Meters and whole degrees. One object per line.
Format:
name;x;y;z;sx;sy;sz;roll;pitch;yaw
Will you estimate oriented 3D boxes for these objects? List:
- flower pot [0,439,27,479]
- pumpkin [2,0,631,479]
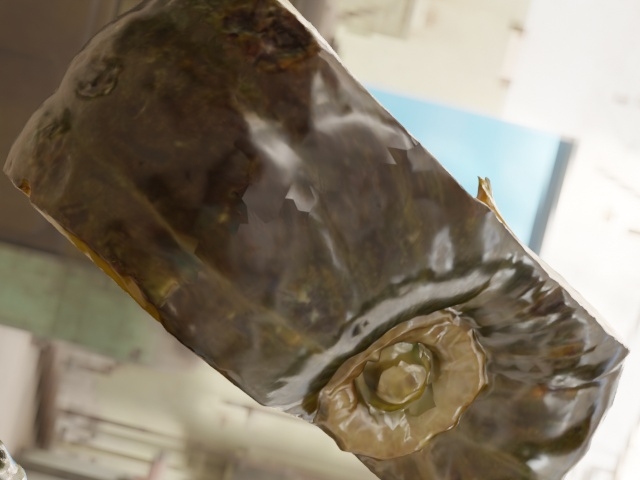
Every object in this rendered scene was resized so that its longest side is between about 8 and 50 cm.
flower pot;-0.211;0.158;0.856;0.235;0.235;0.141;-66;158;-84
pumpkin;0.000;0.000;0.830;0.139;0.317;0.222;-47;-133;6
